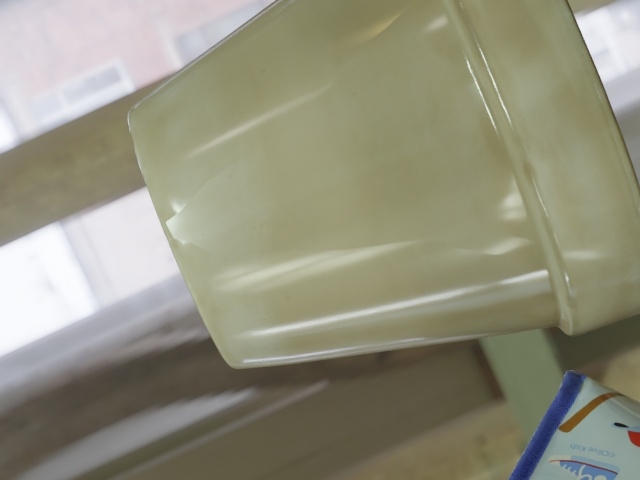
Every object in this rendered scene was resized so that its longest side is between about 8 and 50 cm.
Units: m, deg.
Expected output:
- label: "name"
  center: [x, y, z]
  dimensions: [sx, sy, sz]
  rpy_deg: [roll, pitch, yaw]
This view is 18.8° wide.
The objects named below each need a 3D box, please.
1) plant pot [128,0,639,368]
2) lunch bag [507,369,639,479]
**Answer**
- label: "plant pot"
  center: [0.035, -0.052, 1.289]
  dimensions: [0.323, 0.280, 0.323]
  rpy_deg: [-22, -90, -88]
- label: "lunch bag"
  center: [0.267, 0.323, 1.525]
  dimensions: [0.385, 0.328, 0.239]
  rpy_deg: [-52, -26, -43]
